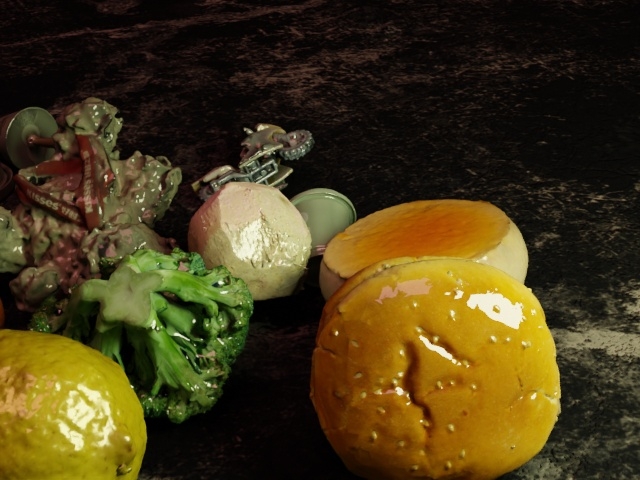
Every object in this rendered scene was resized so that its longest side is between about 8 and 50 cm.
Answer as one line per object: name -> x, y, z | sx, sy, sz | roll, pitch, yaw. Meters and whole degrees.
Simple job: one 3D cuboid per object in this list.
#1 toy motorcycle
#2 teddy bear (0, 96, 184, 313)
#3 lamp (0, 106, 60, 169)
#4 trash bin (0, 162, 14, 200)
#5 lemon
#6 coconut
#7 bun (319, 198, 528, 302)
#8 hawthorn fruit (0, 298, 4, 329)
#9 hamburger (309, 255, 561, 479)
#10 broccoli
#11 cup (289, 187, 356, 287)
toy motorcycle -> -0.123, -0.132, 2.114 | 0.229, 0.094, 0.130 | -33, 37, -15
teddy bear -> -0.342, -0.012, 1.866 | 0.368, 0.224, 0.357 | 28, 61, 35
lamp -> -0.507, -0.181, 2.190 | 0.215, 0.121, 0.121 | 5, 33, 40
trash bin -> -0.688, -0.174, 2.100 | 0.220, 0.250, 0.219 | 19, 46, 30
lemon -> -0.363, 0.238, 1.462 | 0.322, 0.268, 0.268 | 8, 37, 18
coconut -> -0.110, 0.003, 1.798 | 0.194, 0.194, 0.194 | -3, 35, 2
bun -> 0.150, 0.067, 1.722 | 0.299, 0.164, 0.299 | -12, 22, 5
hawthorn fruit -> -0.595, 0.115, 1.724 | 0.261, 0.224, 0.224 | -40, 44, -11
hamburger -> 0.143, 0.164, 1.497 | 0.314, 0.289, 0.170 | -4, 7, -2
broccoli -> -0.234, 0.116, 1.634 | 0.295, 0.245, 0.265 | -24, 65, 3
cup -> 0.000, 0.000, 1.893 | 0.120, 0.120, 0.141 | -5, 49, 0
